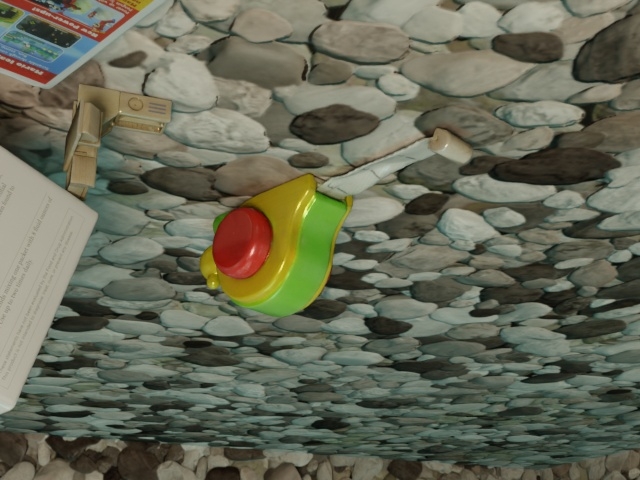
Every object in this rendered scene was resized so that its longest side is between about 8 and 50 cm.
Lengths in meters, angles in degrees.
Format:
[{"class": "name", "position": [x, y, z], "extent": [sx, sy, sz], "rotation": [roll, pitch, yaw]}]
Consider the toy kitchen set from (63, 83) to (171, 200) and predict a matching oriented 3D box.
[{"class": "toy kitchen set", "position": [-0.152, -0.078, 0.743], "extent": [0.075, 0.083, 0.068], "rotation": [8, 158, -20]}]

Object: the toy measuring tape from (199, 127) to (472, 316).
[{"class": "toy measuring tape", "position": [0.000, 0.000, 0.905], "extent": [0.330, 0.121, 0.121], "rotation": [-20, 152, 40]}]

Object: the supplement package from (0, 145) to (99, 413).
[{"class": "supplement package", "position": [-0.343, -0.006, 0.677], "extent": [0.293, 0.177, 0.175], "rotation": [39, 138, -28]}]

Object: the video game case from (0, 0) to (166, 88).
[{"class": "video game case", "position": [-0.176, -0.182, 0.558], "extent": [0.204, 0.025, 0.285], "rotation": [18, 152, -40]}]
